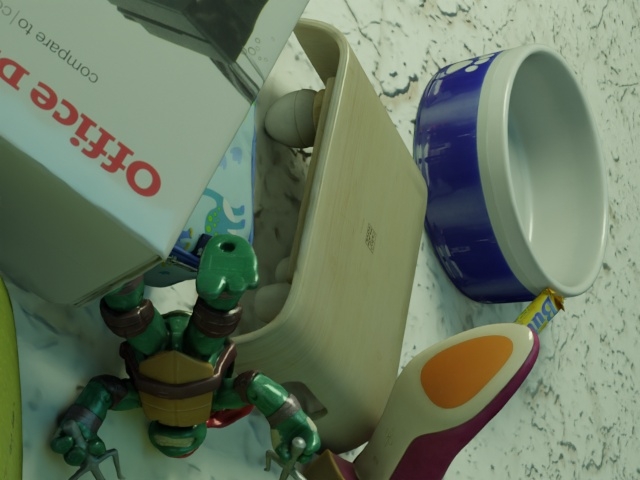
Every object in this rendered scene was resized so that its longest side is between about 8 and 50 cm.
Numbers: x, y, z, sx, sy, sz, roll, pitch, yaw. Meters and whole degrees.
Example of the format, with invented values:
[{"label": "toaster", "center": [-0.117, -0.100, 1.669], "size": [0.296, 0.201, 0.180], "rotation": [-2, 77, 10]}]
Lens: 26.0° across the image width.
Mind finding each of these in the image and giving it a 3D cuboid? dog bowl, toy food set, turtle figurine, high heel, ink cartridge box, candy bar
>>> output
[{"label": "dog bowl", "center": [0.205, -0.067, 1.452], "size": [0.265, 0.104, 0.265], "rotation": [18, 68, -54]}, {"label": "toy food set", "center": [0.000, 0.000, 1.149], "size": [0.220, 0.092, 0.306], "rotation": [55, 41, -53]}, {"label": "turtle figurine", "center": [-0.097, 0.098, 0.926], "size": [0.118, 0.175, 0.234], "rotation": [-114, -162, -46]}, {"label": "high heel", "center": [0.099, 0.163, 1.127], "size": [0.117, 0.244, 0.082], "rotation": [34, 17, -43]}, {"label": "ink cartridge box", "center": [-0.137, -0.151, 0.813], "size": [0.223, 0.129, 0.307], "rotation": [38, 57, -19]}, {"label": "candy bar", "center": [0.185, 0.111, 1.381], "size": [0.161, 0.018, 0.040], "rotation": [-48, 132, 0]}]

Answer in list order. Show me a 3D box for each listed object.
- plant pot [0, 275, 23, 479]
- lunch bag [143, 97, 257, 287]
[{"label": "plant pot", "center": [-0.239, 0.114, 0.600], "size": [0.293, 0.275, 0.275], "rotation": [-78, 145, -55]}, {"label": "lunch bag", "center": [-0.124, -0.086, 0.957], "size": [0.176, 0.090, 0.219], "rotation": [28, 59, -46]}]
